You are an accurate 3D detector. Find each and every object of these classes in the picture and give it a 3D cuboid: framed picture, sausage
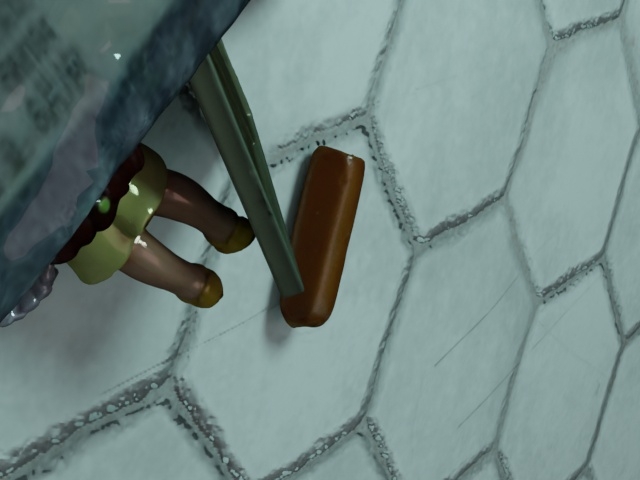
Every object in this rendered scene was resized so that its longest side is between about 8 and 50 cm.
[{"bbox_3d":[-0.066,-0.113,0.690,0.016,0.184,0.250,-20,131,1],"label":"framed picture"},{"bbox_3d":[0.000,0.000,0.906,0.039,0.041,0.131,0,103,-76],"label":"sausage"}]

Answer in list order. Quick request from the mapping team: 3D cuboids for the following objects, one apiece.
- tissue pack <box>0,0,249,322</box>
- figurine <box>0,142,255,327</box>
[{"bbox_3d":[-0.116,-0.174,0.472,0.394,0.288,0.124,-56,140,-25],"label":"tissue pack"},{"bbox_3d":[-0.132,-0.038,0.646,0.240,0.115,0.175,39,70,-53],"label":"figurine"}]
